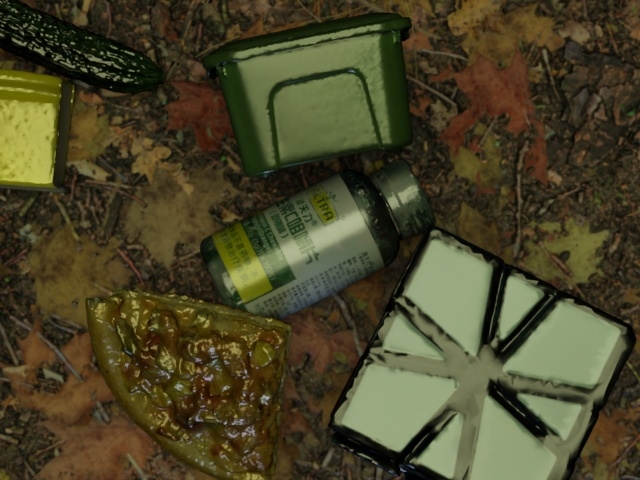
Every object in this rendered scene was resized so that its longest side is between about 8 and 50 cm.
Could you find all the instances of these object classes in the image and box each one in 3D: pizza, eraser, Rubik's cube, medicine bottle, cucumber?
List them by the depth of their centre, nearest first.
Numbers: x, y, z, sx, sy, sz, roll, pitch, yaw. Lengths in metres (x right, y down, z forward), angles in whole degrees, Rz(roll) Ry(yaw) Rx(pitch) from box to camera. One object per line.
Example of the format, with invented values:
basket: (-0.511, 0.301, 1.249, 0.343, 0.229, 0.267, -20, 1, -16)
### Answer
Rubik's cube: (0.188, 0.174, 1.737, 0.288, 0.283, 0.293, 29, 89, 2)
pizza: (-0.175, 0.199, 1.797, 0.258, 0.087, 0.268, 11, 123, 10)
medicine bottle: (0.000, 0.000, 1.827, 0.293, 0.141, 0.141, -26, 85, -2)
eraser: (-0.448, -0.151, 1.881, 0.226, 0.069, 0.158, 4, 89, 1)
cucumber: (-0.338, -0.256, 1.888, 0.265, 0.077, 0.077, 24, 85, 3)

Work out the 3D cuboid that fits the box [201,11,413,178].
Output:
box: (-0.003, -0.179, 1.764, 0.252, 0.329, 0.178, -13, 97, 1)
